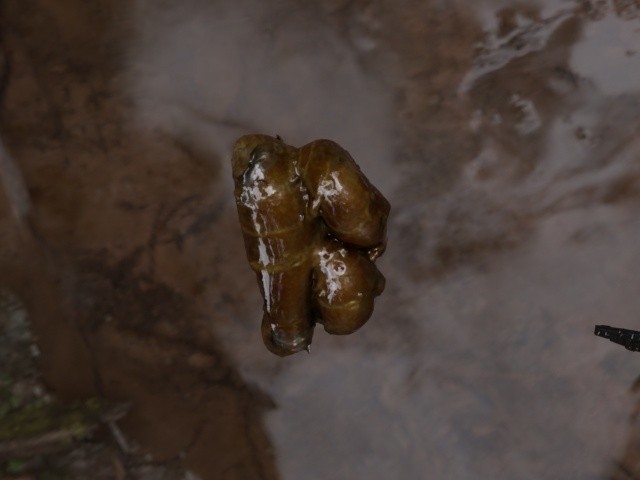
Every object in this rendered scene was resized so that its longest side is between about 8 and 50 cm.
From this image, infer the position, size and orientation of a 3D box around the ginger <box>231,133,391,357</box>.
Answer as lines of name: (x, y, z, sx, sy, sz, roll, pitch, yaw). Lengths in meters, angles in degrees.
ginger: (0.000, 0.000, 1.069, 0.103, 0.073, 0.162, -4, 114, 9)

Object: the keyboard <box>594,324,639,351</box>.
keyboard: (0.278, 0.080, 1.133, 0.195, 0.060, 0.018, 6, 82, 58)
